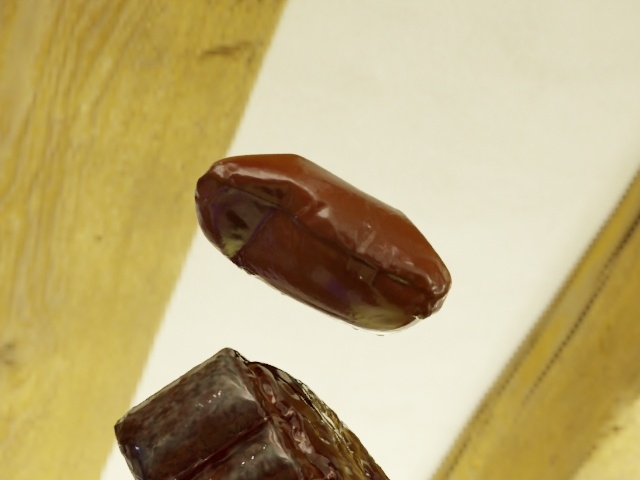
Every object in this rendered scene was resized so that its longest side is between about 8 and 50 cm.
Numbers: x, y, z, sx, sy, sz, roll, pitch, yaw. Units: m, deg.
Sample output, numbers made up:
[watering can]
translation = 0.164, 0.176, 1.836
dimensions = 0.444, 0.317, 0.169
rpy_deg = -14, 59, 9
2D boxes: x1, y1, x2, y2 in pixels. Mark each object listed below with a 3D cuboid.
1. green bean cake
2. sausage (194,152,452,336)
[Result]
[green bean cake]
translation = 0.001, 0.165, 0.935
dimensions = 0.097, 0.198, 0.233
rpy_deg = -34, -31, 3
[sausage]
translation = 0.000, 0.000, 1.166
dimensions = 0.179, 0.089, 0.089
rpy_deg = 31, -45, -7
